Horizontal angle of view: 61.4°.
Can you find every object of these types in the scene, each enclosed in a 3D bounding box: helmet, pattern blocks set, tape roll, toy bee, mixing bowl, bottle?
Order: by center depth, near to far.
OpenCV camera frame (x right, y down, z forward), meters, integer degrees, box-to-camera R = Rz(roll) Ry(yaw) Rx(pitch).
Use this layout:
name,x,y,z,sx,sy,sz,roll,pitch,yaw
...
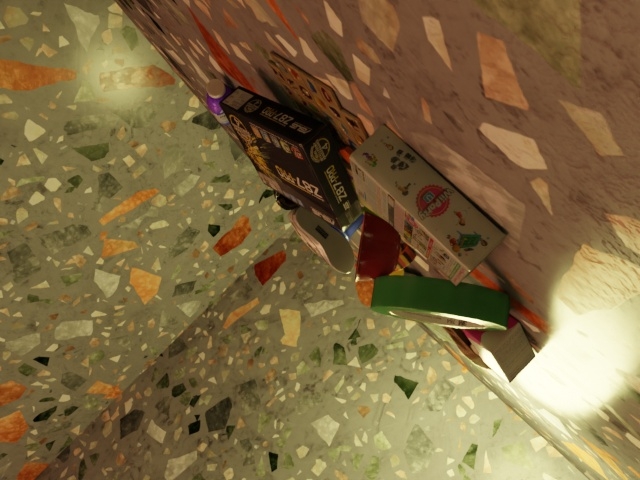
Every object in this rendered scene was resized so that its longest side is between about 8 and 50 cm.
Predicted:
name,x,y,z,sx,sy,sz,roll,pitch,yaw
tape roll,0.282,0.153,1.285,0.320,0.077,0.321,10,169,2
mixing bowl,0.145,0.022,1.341,0.098,0.182,0.181,9,174,2
pattern blocks set,0.114,-0.131,1.376,0.325,0.026,0.285,42,166,32
toy bee,0.205,0.062,1.849,0.195,0.162,0.298,44,176,-1
bottle,-0.376,-0.535,2.073,0.092,0.118,0.283,54,176,5
helmet,-0.114,-0.220,2.182,0.169,0.169,0.162,48,-149,-33

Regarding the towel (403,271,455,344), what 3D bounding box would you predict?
name,x,y,z,sx,sy,sz,roll,pitch,yaw
towel,0.433,0.262,2.108,0.374,0.090,0.320,46,173,-4

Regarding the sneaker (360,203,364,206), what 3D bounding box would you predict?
name,x,y,z,sx,sy,sz,roll,pitch,yaw
sneaker,0.158,-0.100,1.534,0.064,0.061,0.158,8,-152,-48

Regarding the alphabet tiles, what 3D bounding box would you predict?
name,x,y,z,sx,sy,sz,roll,pitch,yaw
alphabet tiles,0.007,-0.297,1.254,0.342,0.011,0.285,43,175,36

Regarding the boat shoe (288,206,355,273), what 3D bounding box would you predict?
name,x,y,z,sx,sy,sz,roll,pitch,yaw
boat shoe,0.000,0.000,1.683,0.267,0.096,0.088,43,162,-20

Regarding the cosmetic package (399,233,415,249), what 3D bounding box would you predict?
name,x,y,z,sx,sy,sz,roll,pitch,yaw
cosmetic package,0.228,-0.033,1.443,0.115,0.041,0.060,49,175,-40

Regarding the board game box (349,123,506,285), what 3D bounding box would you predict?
name,x,y,z,sx,sy,sz,roll,pitch,yaw
board game box,0.200,-0.059,1.063,0.303,0.097,0.224,46,178,13

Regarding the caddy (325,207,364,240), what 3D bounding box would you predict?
name,x,y,z,sx,sy,sz,roll,pitch,yaw
caddy,0.018,-0.119,1.798,0.241,0.179,0.341,46,176,-19

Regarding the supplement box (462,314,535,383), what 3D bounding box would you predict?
name,x,y,z,sx,sy,sz,roll,pitch,yaw
supplement box,0.483,0.275,1.454,0.111,0.114,0.220,43,177,45

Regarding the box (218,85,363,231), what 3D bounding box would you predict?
name,x,y,z,sx,sy,sz,roll,pitch,yaw
box,-0.082,-0.227,1.467,0.394,0.097,0.318,34,162,41

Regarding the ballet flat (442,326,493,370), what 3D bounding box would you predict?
name,x,y,z,sx,sy,sz,roll,pitch,yaw
ballet flat,0.496,0.299,1.801,0.342,0.116,0.124,49,157,3
